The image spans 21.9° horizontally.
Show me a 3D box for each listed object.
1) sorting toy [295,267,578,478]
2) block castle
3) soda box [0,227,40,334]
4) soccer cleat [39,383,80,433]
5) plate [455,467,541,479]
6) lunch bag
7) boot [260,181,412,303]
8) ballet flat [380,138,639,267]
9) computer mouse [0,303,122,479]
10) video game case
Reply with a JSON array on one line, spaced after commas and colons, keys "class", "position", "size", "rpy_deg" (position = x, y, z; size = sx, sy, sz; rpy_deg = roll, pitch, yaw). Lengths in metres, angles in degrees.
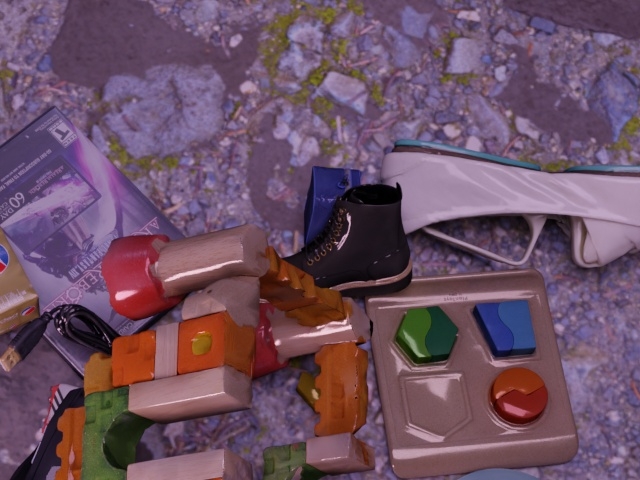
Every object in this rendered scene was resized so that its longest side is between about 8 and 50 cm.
[{"class": "sorting toy", "position": [0.120, 0.145, 1.828], "size": [0.307, 0.041, 0.229], "rpy_deg": [-4, 67, -9]}, {"class": "block castle", "position": [-0.102, 0.233, 1.619], "size": [0.213, 0.303, 0.453], "rpy_deg": [-13, 63, 27]}, {"class": "soda box", "position": [-0.369, 0.011, 1.791], "size": [0.058, 0.061, 0.181], "rpy_deg": [-25, 71, -17]}, {"class": "soccer cleat", "position": [-0.277, 0.192, 1.765], "size": [0.036, 0.029, 0.083], "rpy_deg": [2, 60, 9]}, {"class": "plate", "position": [0.197, 0.333, 1.758], "size": [0.188, 0.024, 0.188], "rpy_deg": [2, 69, -6]}, {"class": "lunch bag", "position": [0.019, -0.039, 1.866], "size": [0.065, 0.098, 0.067], "rpy_deg": [5, 49, -7]}, {"class": "boot", "position": [0.000, 0.000, 1.814], "size": [0.198, 0.137, 0.077], "rpy_deg": [-12, 44, -7]}, {"class": "ballet flat", "position": [0.265, -0.031, 1.892], "size": [0.400, 0.139, 0.139], "rpy_deg": [6, 65, 0]}, {"class": "computer mouse", "position": [-0.270, 0.189, 1.721], "size": [0.184, 0.060, 0.262], "rpy_deg": [40, 66, -11]}, {"class": "video game case", "position": [-0.282, -0.001, 1.855], "size": [0.196, 0.026, 0.274], "rpy_deg": [-41, 76, -21]}]
